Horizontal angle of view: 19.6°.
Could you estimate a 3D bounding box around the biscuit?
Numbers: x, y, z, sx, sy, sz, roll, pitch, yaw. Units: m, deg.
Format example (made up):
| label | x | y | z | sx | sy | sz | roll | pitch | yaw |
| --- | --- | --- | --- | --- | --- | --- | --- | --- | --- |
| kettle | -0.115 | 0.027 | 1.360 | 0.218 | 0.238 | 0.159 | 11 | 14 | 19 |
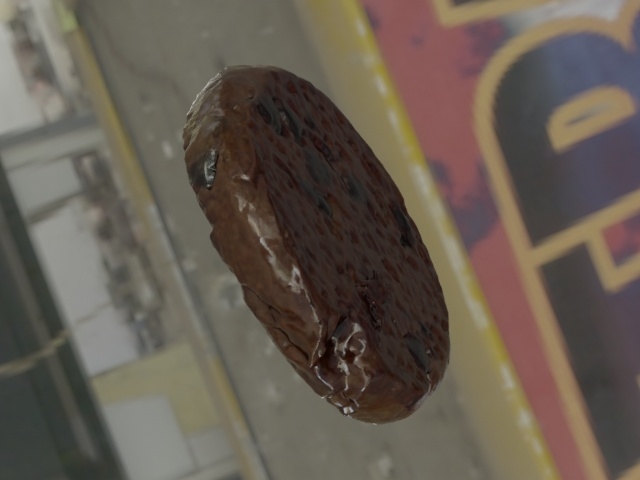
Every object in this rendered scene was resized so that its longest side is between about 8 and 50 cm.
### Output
| label | x | y | z | sx | sy | sz | roll | pitch | yaw |
| --- | --- | --- | --- | --- | --- | --- | --- | --- | --- |
| biscuit | 0.000 | 0.000 | 0.869 | 0.192 | 0.049 | 0.192 | 53 | -161 | -28 |
